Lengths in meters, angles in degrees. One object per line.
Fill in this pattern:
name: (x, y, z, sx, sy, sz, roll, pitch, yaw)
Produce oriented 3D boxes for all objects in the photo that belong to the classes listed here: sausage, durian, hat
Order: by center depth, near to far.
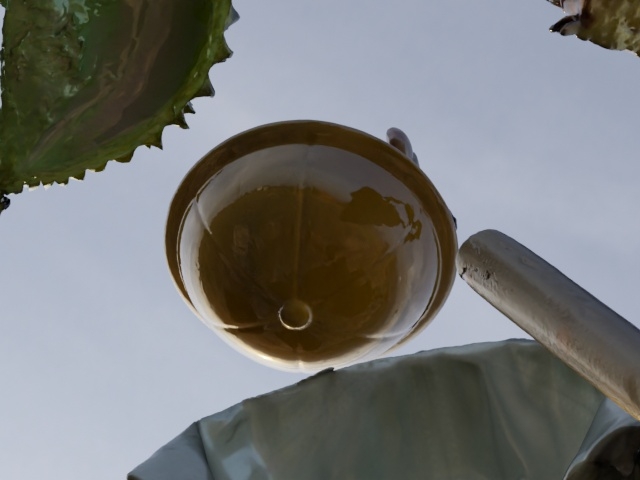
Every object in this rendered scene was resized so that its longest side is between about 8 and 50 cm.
sausage: (0.084, 0.030, 0.608, 0.024, 0.132, 0.024, -12, -62, -24)
durian: (-0.091, -0.090, 0.729, 0.100, 0.086, 0.215, -5, -67, -33)
hat: (0.059, 0.198, 0.958, 0.258, 0.168, 0.301, -8, -100, 17)

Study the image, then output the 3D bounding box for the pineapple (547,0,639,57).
pineapple: (0.239, -0.171, 1.093, 0.334, 0.158, 0.161, 10, -71, -35)

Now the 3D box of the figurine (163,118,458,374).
figurine: (0.002, 0.005, 1.303, 0.192, 0.257, 0.167, -20, -92, 11)
